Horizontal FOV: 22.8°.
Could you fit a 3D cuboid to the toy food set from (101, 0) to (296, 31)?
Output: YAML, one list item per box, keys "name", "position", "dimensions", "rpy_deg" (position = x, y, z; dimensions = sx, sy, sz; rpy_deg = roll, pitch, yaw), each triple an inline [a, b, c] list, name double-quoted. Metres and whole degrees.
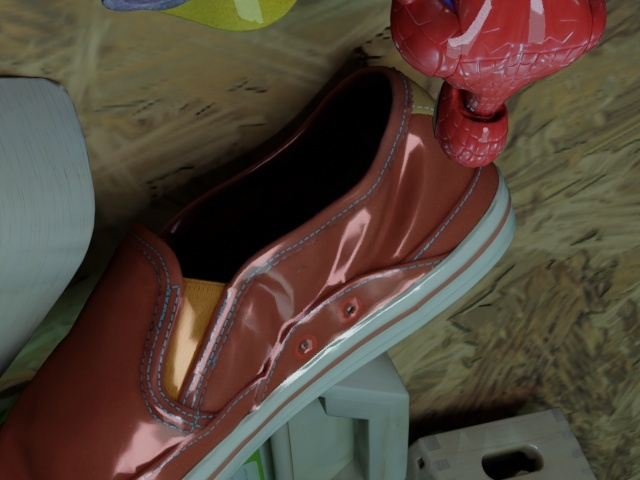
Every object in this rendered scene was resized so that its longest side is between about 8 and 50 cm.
- name: "toy food set"
  position: [-0.051, -0.103, 0.429]
  dimensions: [0.218, 0.071, 0.128]
  rpy_deg: [10, 132, -46]

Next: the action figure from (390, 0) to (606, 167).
- name: "action figure"
  position: [0.051, -0.165, 0.541]
  dimensions: [0.091, 0.139, 0.280]
  rpy_deg: [-9, 122, -22]

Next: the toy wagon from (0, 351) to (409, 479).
- name: "toy wagon"
  position: [-0.114, 0.158, 0.886]
  dimensions: [0.344, 0.068, 0.267]
  rpy_deg: [-20, 147, -11]

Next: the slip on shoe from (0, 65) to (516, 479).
- name: "slip on shoe"
  position: [-0.066, 0.043, 0.668]
  dimensions: [0.331, 0.123, 0.101]
  rpy_deg: [-38, 118, -11]

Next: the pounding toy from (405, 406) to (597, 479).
- name: "pounding toy"
  position: [0.094, 0.194, 1.078]
  dimensions: [0.181, 0.094, 0.206]
  rpy_deg: [-7, 152, -38]

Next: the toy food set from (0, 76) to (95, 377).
- name: "toy food set"
  position: [-0.249, 0.054, 0.635]
  dimensions: [0.219, 0.092, 0.306]
  rpy_deg: [-8, 146, -48]
